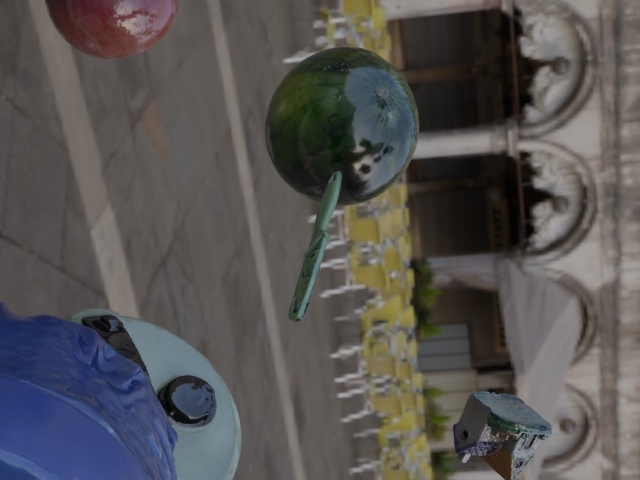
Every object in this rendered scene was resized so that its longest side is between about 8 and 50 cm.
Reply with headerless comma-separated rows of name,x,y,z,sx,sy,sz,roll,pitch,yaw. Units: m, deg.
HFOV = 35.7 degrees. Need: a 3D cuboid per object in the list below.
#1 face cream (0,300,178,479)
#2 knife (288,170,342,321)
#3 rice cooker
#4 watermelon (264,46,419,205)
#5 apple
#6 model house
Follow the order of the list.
face cream,-0.206,0.175,0.572,0.225,0.249,0.249,-109,-169,-74
knife,-0.002,-0.001,1.288,0.020,0.043,0.293,37,42,-18
rice cooker,-0.193,0.193,0.852,0.244,0.226,0.226,-54,-157,40
watermelon,0.033,-0.172,1.517,0.242,0.242,0.242,-5,90,-83
apple,-0.239,-0.281,1.157,0.120,0.153,0.153,73,14,-48
model house,0.237,0.268,1.338,0.088,0.101,0.100,42,-67,50
